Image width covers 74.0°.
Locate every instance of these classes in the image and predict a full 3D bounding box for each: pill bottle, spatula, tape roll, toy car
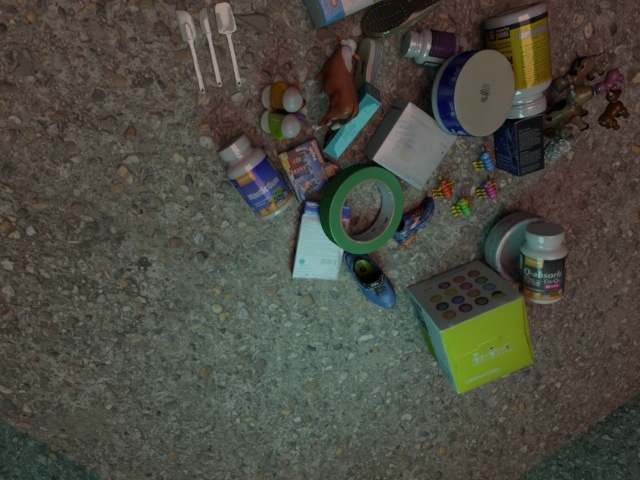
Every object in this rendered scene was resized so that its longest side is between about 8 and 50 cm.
[{"bbox_3d":[0.671,-0.596,1.431,0.187,0.188,0.334,-21,114,-3],"label":"pill bottle"},{"bbox_3d":[0.837,0.084,1.600,0.162,0.162,0.279,-12,113,-6],"label":"pill bottle"},{"bbox_3d":[0.371,-0.633,1.398,0.193,0.108,0.108,3,111,-13],"label":"pill bottle"},{"bbox_3d":[-0.220,-0.216,1.426,0.152,0.152,0.272,-34,115,4],"label":"pill bottle"},{"bbox_3d":[-0.333,-0.593,1.319,0.168,0.019,0.242,-13,114,-7],"label":"spatula"},{"bbox_3d":[0.153,-0.112,1.537,0.321,0.077,0.322,-11,113,-27],"label":"tape roll"},{"bbox_3d":[-0.108,-0.421,1.384,0.136,0.159,0.182,-17,121,-45],"label":"toy car"}]

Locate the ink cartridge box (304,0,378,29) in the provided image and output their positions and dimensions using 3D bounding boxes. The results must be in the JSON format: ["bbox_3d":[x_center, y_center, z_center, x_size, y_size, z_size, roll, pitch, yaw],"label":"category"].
[{"bbox_3d":[0.085,-0.773,1.231,0.269,0.197,0.198,-24,114,-1],"label":"ink cartridge box"}]

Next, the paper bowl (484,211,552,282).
[{"bbox_3d":[0.808,0.019,1.736,0.284,0.148,0.285,-4,113,-9],"label":"paper bowl"}]

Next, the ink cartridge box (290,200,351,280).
[{"bbox_3d":[0.000,0.000,1.610,0.185,0.065,0.311,5,113,-14],"label":"ink cartridge box"}]

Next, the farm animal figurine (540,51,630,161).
[{"bbox_3d":[0.896,-0.492,1.510,0.172,0.331,0.327,27,133,-23],"label":"farm animal figurine"}]

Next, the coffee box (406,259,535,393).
[{"bbox_3d":[0.603,0.339,1.724,0.337,0.334,0.338,-22,115,-2],"label":"coffee box"}]

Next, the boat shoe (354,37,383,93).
[{"bbox_3d":[0.162,-0.546,1.406,0.081,0.079,0.228,-14,129,-32],"label":"boat shoe"}]

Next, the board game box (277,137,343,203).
[{"bbox_3d":[-0.028,-0.257,1.498,0.194,0.060,0.194,-24,115,-2],"label":"board game box"}]

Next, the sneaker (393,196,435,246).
[{"bbox_3d":[0.358,-0.080,1.642,0.087,0.083,0.221,34,100,-16],"label":"sneaker"}]

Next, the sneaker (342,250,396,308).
[{"bbox_3d":[0.199,0.163,1.672,0.129,0.147,0.330,-38,115,6],"label":"sneaker"}]

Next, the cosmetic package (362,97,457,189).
[{"bbox_3d":[0.310,-0.337,1.493,0.224,0.138,0.225,27,106,-20],"label":"cosmetic package"}]

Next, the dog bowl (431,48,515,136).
[{"bbox_3d":[0.492,-0.469,1.365,0.264,0.104,0.265,-8,109,-24],"label":"dog bowl"}]

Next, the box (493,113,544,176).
[{"bbox_3d":[0.726,-0.360,1.561,0.108,0.153,0.207,-18,114,-3],"label":"box"}]

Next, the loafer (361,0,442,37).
[{"bbox_3d":[0.263,-0.716,1.351,0.268,0.092,0.102,-19,88,12],"label":"loafer"}]

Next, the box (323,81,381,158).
[{"bbox_3d":[0.101,-0.392,1.399,0.060,0.101,0.244,28,128,-19],"label":"box"}]

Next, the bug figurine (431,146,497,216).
[{"bbox_3d":[0.582,-0.213,1.636,0.279,0.072,0.216,-35,115,3],"label":"bug figurine"}]

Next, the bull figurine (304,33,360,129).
[{"bbox_3d":[0.046,-0.490,1.339,0.101,0.311,0.188,16,149,-37],"label":"bull figurine"}]
